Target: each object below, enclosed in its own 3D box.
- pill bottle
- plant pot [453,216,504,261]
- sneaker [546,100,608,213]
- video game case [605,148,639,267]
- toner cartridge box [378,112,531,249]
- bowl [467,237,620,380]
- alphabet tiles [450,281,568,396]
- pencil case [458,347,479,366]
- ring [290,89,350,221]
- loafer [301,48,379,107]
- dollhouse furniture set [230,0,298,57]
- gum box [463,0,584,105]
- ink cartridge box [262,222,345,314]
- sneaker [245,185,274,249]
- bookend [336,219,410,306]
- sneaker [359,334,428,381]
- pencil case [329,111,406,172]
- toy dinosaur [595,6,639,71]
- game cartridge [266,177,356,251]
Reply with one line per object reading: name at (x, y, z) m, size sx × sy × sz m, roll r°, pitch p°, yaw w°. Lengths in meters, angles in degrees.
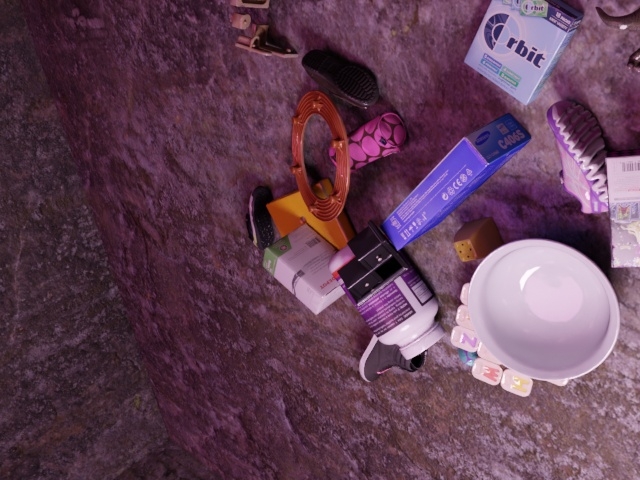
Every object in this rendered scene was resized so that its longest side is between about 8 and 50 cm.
pill bottle at (0.175, 0.137, 1.671) m, size 0.323 × 0.181 × 0.181 m, roll 55°, pitch 143°, yaw 6°
plant pot at (0.346, 0.006, 1.463) m, size 0.081 × 0.083 × 0.081 m, roll -17°, pitch 101°, yaw 54°
sneaker at (0.479, -0.144, 1.207) m, size 0.236 × 0.095 × 0.104 m, roll 58°, pitch 151°, yaw 0°
video game case at (0.606, -0.056, 1.089) m, size 0.232 × 0.042 × 0.210 m, roll -3°, pitch 114°, yaw 26°
toner cartridge box at (0.276, -0.117, 1.392) m, size 0.075 × 0.165 × 0.348 m, roll 52°, pitch 142°, yaw 9°
bowl at (0.465, 0.124, 1.337) m, size 0.298 × 0.134 × 0.297 m, roll 11°, pitch 111°, yaw 31°
alphabet tiles at (0.438, 0.211, 1.476) m, size 0.278 × 0.021 × 0.284 m, roll 19°, pitch 114°, yaw 25°
pencil case at (0.400, 0.251, 1.587) m, size 0.070 × 0.065 × 0.151 m, roll 60°, pitch 146°, yaw 21°
ring at (-0.013, -0.213, 1.666) m, size 0.336 × 0.032 × 0.336 m, roll 36°, pitch 131°, yaw 57°
loafer at (0.054, -0.380, 1.556) m, size 0.220 × 0.080 × 0.078 m, roll 40°, pitch 172°, yaw 23°
dollhouse furniture set at (-0.134, -0.541, 1.612) m, size 0.123 × 0.144 × 0.151 m, roll 26°, pitch 118°, yaw 30°
gum box at (0.370, -0.372, 1.209) m, size 0.157 × 0.041 × 0.184 m, roll 43°, pitch 141°, yaw 21°
ink cartridge box at (-0.027, 0.077, 1.804) m, size 0.219 × 0.160 × 0.092 m, roll 41°, pitch 142°, yaw 21°
sneaker at (-0.208, -0.073, 2.049) m, size 0.097 × 0.084 × 0.234 m, roll 30°, pitch 135°, yaw 35°
bookend at (0.103, 0.056, 1.506) m, size 0.157 × 0.156 × 0.072 m, roll 45°, pitch -170°, yaw -51°
sneaker at (0.207, 0.340, 1.837) m, size 0.147 × 0.105 × 0.295 m, roll 44°, pitch 137°, yaw 28°
pencil case at (0.112, -0.228, 1.570) m, size 0.098 × 0.095 × 0.209 m, roll 57°, pitch 146°, yaw -9°
toy dinosaur at (0.577, -0.303, 0.984) m, size 0.313 × 0.121 × 0.160 m, roll 44°, pitch 129°, yaw 26°
game cartridge at (0.000, 0.000, 1.895) m, size 0.285 × 0.053 × 0.323 m, roll -15°, pitch 105°, yaw 52°
